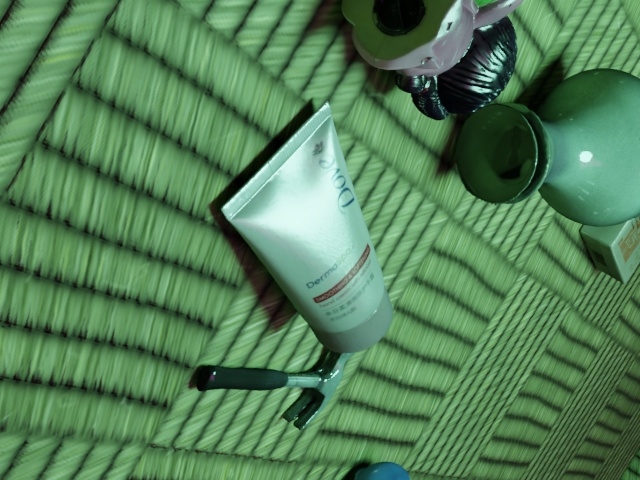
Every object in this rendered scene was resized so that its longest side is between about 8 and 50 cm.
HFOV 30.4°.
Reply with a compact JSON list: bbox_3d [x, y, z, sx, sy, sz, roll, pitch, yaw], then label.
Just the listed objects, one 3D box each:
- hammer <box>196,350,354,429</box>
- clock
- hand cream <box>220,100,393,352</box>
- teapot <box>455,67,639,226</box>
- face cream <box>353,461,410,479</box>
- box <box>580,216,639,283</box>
[{"bbox_3d":[-0.050,0.143,1.165,0.246,0.029,0.103,9,109,-60],"label":"hammer"},{"bbox_3d":[0.119,-0.206,1.004,0.194,0.100,0.195,-60,154,1],"label":"clock"},{"bbox_3d":[0.000,0.000,1.056,0.133,0.083,0.248,-50,143,-19],"label":"hand cream"},{"bbox_3d":[0.268,-0.102,1.306,0.251,0.183,0.183,-5,124,-43],"label":"teapot"},{"bbox_3d":[0.062,0.395,1.550,0.149,0.083,0.264,-33,144,-41],"label":"face cream"},{"bbox_3d":[0.477,-0.026,1.838,0.141,0.058,0.201,-55,152,-6],"label":"box"}]
